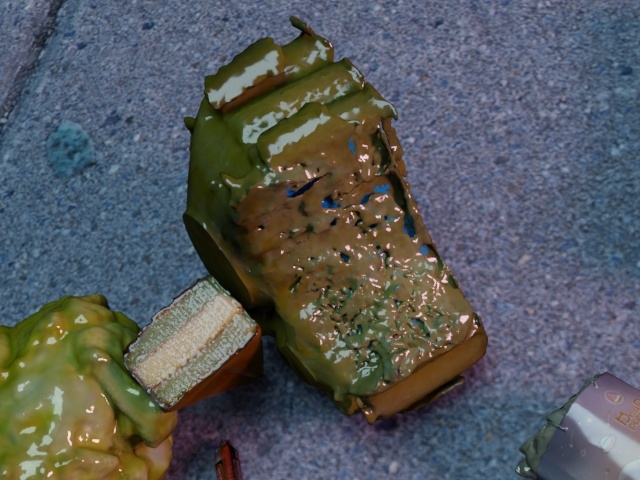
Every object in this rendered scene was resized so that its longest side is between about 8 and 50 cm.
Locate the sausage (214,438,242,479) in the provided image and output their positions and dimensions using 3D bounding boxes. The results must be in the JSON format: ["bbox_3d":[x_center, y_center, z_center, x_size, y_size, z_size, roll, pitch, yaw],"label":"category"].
[{"bbox_3d":[-0.079,0.267,1.048,0.028,0.025,0.198,-40,42,30],"label":"sausage"}]

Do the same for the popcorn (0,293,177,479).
[{"bbox_3d":[-0.246,0.171,1.078,0.255,0.195,0.256,7,67,26],"label":"popcorn"}]

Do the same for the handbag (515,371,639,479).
[{"bbox_3d":[0.257,0.184,0.946,0.173,0.095,0.117,30,65,32],"label":"handbag"}]

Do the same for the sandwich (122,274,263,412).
[{"bbox_3d":[-0.119,0.115,1.079,0.113,0.163,0.079,-39,76,-15],"label":"sandwich"}]

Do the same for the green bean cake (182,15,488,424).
[{"bbox_3d":[0.000,0.000,1.037,0.202,0.310,0.285,-30,48,-7],"label":"green bean cake"}]
